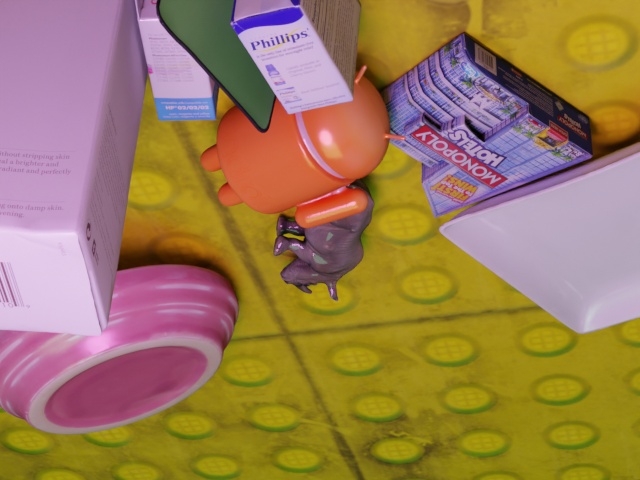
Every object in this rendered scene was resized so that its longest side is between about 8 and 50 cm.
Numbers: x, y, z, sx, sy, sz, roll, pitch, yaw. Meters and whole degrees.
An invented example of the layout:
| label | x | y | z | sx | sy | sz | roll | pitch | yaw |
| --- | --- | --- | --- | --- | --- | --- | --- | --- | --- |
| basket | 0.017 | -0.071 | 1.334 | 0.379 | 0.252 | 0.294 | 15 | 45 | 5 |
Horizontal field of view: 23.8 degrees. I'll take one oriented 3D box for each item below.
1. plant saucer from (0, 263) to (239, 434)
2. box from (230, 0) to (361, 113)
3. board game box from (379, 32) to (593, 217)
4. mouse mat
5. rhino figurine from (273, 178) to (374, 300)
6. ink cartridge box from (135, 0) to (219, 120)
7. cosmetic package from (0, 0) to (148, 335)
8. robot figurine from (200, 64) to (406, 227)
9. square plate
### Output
| label | x | y | z | sx | sy | sz | roll | pitch | yaw |
| --- | --- | --- | --- | --- | --- | --- | --- | --- | --- |
| plant saucer | -0.252 | 0.147 | 1.873 | 0.332 | 0.084 | 0.332 | -19 | 155 | -9 |
| box | -0.020 | -0.214 | 1.439 | 0.072 | 0.126 | 0.137 | -10 | 141 | 20 |
| board game box | 0.153 | -0.108 | 1.624 | 0.194 | 0.060 | 0.194 | 28 | 136 | -30 |
| mouse mat | -0.087 | -0.210 | 1.426 | 0.007 | 0.152 | 0.190 | -11 | 141 | 31 |
| rhino figurine | 0.000 | 0.000 | 1.772 | 0.106 | 0.073 | 0.243 | 8 | 145 | -2 |
| ink cartridge box | -0.134 | -0.213 | 1.465 | 0.061 | 0.104 | 0.181 | 0 | 144 | 4 |
| cosmetic package | -0.280 | -0.116 | 1.375 | 0.217 | 0.385 | 0.156 | 3 | 142 | 5 |
| robot figurine | -0.018 | -0.104 | 1.583 | 0.219 | 0.158 | 0.128 | -22 | 150 | 33 |
| square plate | 0.364 | -0.016 | 1.711 | 0.344 | 0.049 | 0.347 | -21 | 145 | 30 |
